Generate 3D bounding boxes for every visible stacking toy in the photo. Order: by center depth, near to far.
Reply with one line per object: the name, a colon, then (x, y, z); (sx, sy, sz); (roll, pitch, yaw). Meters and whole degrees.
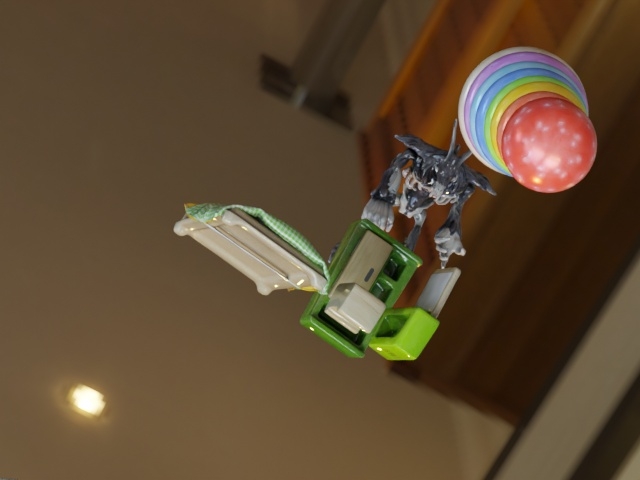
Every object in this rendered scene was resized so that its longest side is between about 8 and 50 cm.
stacking toy: (0.212, -0.114, 1.806); (0.141, 0.141, 0.330); (28, -170, -2)

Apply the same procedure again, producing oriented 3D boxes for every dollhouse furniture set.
dollhouse furniture set: (0.000, 0.000, 2.155); (0.301, 0.151, 0.197); (36, 164, -17)

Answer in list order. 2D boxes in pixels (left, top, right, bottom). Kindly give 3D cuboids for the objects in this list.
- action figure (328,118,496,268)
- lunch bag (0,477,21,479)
action figure: (0.130, -0.035, 2.453); (0.164, 0.276, 0.141); (25, -137, -13)
lunch bag: (-0.366, 0.394, 1.841); (0.212, 0.256, 0.305); (-1, -108, -29)
